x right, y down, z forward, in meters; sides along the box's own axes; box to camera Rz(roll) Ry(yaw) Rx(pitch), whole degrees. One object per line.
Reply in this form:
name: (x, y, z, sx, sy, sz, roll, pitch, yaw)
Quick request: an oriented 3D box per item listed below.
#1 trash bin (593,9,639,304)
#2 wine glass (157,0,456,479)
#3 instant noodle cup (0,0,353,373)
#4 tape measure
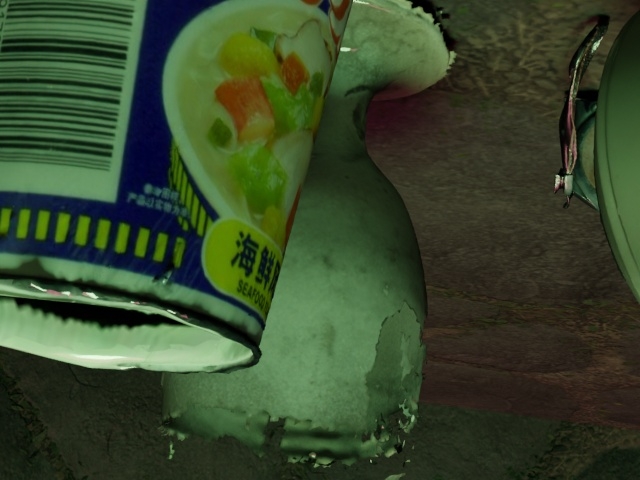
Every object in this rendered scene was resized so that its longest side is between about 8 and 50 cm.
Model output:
trash bin: (0.359, -0.065, 0.576, 0.280, 0.280, 0.432, 19, 156, -29)
wine glass: (-0.004, -0.002, 0.789, 0.190, 0.357, 0.190, 6, 160, 2)
instant noodle cup: (-0.105, -0.094, 0.620, 0.284, 0.312, 0.284, 7, 162, 2)
tape measure: (0.237, -0.083, 0.831, 0.107, 0.104, 0.180, 8, 163, 14)
